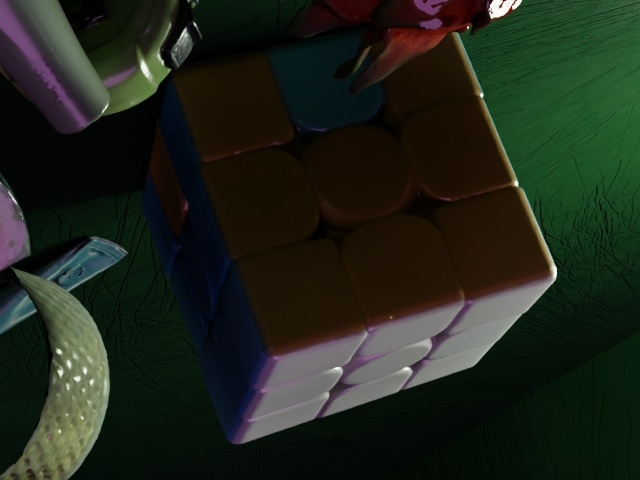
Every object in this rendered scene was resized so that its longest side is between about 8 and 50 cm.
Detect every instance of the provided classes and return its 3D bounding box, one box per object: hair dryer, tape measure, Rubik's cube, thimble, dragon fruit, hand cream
[{"bbox_3d":[-0.142,-0.190,0.970,0.267,0.092,0.229,-17,119,-9],"label":"hair dryer"},{"bbox_3d":[-0.165,-0.167,1.076,0.177,0.154,0.087,-16,167,4],"label":"tape measure"},{"bbox_3d":[0.011,-0.008,1.474,0.291,0.292,0.290,-15,161,-16],"label":"Rubik's cube"},{"bbox_3d":[-0.363,0.147,1.584,0.270,0.271,0.150,-24,162,14],"label":"thimble"},{"bbox_3d":[0.064,-0.223,1.081,0.274,0.192,0.193,-22,142,35],"label":"dragon fruit"},{"bbox_3d":[-0.329,0.059,1.731,0.224,0.048,0.083,-30,157,15],"label":"hand cream"}]

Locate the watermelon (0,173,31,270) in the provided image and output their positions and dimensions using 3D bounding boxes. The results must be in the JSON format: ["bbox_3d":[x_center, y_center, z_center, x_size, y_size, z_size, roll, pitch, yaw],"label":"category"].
[{"bbox_3d":[-0.398,-0.059,1.180,0.321,0.188,0.175,1,121,-30],"label":"watermelon"}]
